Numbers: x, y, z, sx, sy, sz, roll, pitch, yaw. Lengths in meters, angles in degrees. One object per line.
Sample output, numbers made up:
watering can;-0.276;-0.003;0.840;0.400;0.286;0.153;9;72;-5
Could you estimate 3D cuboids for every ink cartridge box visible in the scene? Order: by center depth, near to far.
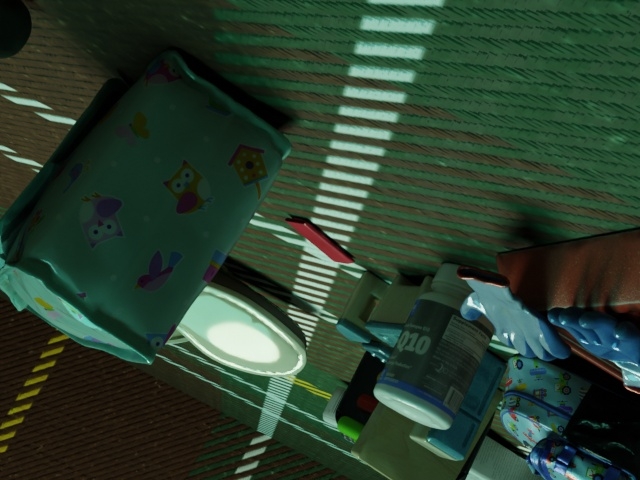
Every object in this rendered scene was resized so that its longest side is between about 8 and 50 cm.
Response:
ink cartridge box;0.218;0.346;2.077;0.330;0.071;0.324;34;165;-37

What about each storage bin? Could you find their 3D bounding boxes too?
storage bin;0.120;0.225;1.699;0.180;0.122;0.084;25;166;12

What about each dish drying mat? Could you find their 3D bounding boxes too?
dish drying mat;0.000;0.000;1.354;0.032;0.008;0.083;11;158;47

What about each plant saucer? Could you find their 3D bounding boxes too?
plant saucer;0.284;0.084;1.038;0.258;0.047;0.259;31;167;-14

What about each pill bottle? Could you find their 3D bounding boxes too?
pill bottle;0.110;0.095;1.215;0.078;0.137;0.078;25;166;7

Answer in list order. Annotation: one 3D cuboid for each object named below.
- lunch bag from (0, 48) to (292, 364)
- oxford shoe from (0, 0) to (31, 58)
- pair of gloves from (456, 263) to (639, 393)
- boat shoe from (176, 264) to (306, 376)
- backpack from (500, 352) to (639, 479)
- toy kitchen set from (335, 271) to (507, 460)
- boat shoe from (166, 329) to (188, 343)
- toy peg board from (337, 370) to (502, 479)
lunch bag;-0.167;-0.022;1.139;0.160;0.223;0.262;38;166;-15
oxford shoe;-0.328;-0.218;1.059;0.076;0.076;0.212;30;171;44
pair of gloves;0.187;0.074;1.040;0.198;0.023;0.159;17;163;35
boat shoe;-0.157;0.067;1.717;0.324;0.096;0.116;25;126;-4
backpack;0.253;0.191;1.343;0.173;0.117;0.158;25;165;23
toy kitchen set;0.121;0.136;1.376;0.207;0.122;0.166;34;165;-24
boat shoe;-0.246;0.101;1.803;0.302;0.109;0.094;7;-159;-40
toy peg board;0.108;0.206;1.582;0.161;0.160;0.079;39;168;-38
